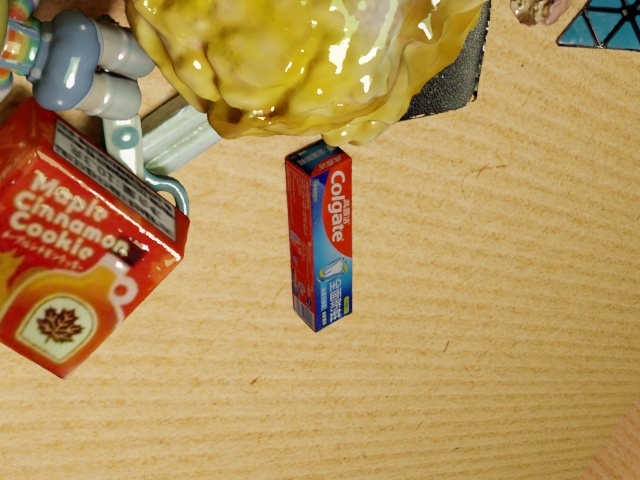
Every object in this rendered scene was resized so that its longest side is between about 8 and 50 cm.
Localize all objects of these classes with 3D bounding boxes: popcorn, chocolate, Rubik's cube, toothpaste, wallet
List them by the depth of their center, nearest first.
[{"bbox_3d":[-0.016,-0.281,1.007,0.390,0.354,0.344,15,124,-6],"label":"popcorn"},{"bbox_3d":[-0.295,0.009,1.092,0.235,0.108,0.237,-45,119,7],"label":"chocolate"},{"bbox_3d":[0.128,-0.269,1.377,0.262,0.071,0.221,-17,135,-27],"label":"wallet"},{"bbox_3d":[0.001,0.000,1.495,0.076,0.066,0.320,-28,140,-24],"label":"toothpaste"},{"bbox_3d":[0.513,-0.400,1.664,0.190,0.211,0.178,-37,134,-72],"label":"Rubik's cube"}]

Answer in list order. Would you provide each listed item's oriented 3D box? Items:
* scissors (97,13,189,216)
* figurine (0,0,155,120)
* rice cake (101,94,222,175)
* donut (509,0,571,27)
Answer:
[{"bbox_3d":[-0.223,-0.113,1.135,0.138,0.041,0.289,-12,120,-17],"label":"scissors"},{"bbox_3d":[-0.300,-0.196,0.903,0.382,0.205,0.225,-11,124,-43],"label":"figurine"},{"bbox_3d":[-0.210,-0.103,1.207,0.226,0.040,0.085,-36,140,-14],"label":"rice cake"},{"bbox_3d":[0.260,-0.404,1.316,0.233,0.085,0.199,43,58,-33],"label":"donut"}]
